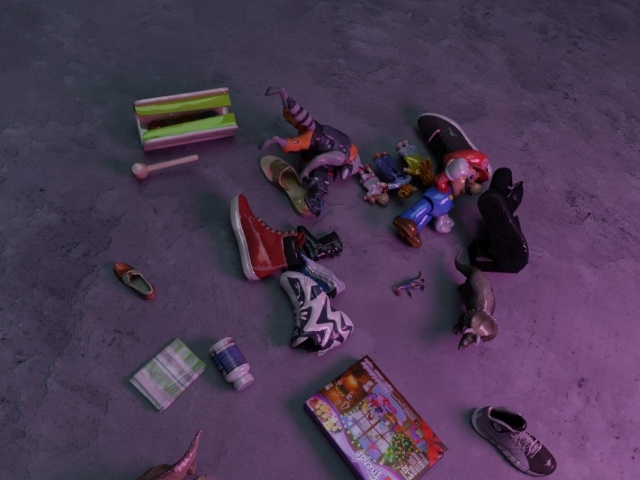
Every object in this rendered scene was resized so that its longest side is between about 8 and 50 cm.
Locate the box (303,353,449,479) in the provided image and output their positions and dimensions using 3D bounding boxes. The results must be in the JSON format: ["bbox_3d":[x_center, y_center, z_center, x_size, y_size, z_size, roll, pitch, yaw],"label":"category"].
[{"bbox_3d":[0.127,0.442,1.356,0.201,0.057,0.293,-33,67,-24],"label":"box"}]

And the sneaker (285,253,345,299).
[{"bbox_3d":[-0.015,0.091,1.541,0.190,0.071,0.083,37,22,23],"label":"sneaker"}]

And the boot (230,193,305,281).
[{"bbox_3d":[-0.137,-0.032,1.529,0.176,0.088,0.244,-21,72,9],"label":"boot"}]

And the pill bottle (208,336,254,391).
[{"bbox_3d":[-0.211,0.297,1.382,0.067,0.067,0.120,-29,70,-23],"label":"pill bottle"}]

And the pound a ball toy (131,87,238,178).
[{"bbox_3d":[-0.402,-0.302,1.662,0.319,0.135,0.208,-15,90,-17],"label":"pound a ball toy"}]

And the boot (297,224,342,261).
[{"bbox_3d":[0.000,-0.001,1.596,0.099,0.045,0.121,-21,74,-17],"label":"boot"}]

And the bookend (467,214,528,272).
[{"bbox_3d":[0.498,0.007,1.663,0.156,0.072,0.157,4,60,-8],"label":"bookend"}]

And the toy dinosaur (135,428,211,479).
[{"bbox_3d":[-0.344,0.510,1.157,0.200,0.296,0.127,24,21,-40],"label":"toy dinosaur"}]

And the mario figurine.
[{"bbox_3d":[0.358,-0.114,1.599,0.170,0.198,0.320,43,88,-7],"label":"mario figurine"}]

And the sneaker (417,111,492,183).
[{"bbox_3d":[0.384,-0.275,1.762,0.296,0.104,0.147,49,45,12],"label":"sneaker"}]

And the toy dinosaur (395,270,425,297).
[{"bbox_3d":[0.245,0.126,1.585,0.082,0.047,0.090,-2,28,-1],"label":"toy dinosaur"}]

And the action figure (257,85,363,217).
[{"bbox_3d":[-0.011,-0.249,1.612,0.330,0.178,0.341,23,46,-34],"label":"action figure"}]

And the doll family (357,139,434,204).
[{"bbox_3d":[0.242,-0.200,1.705,0.262,0.118,0.163,-25,68,-21],"label":"doll family"}]

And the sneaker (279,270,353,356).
[{"bbox_3d":[-0.047,0.194,1.451,0.235,0.094,0.153,47,55,5],"label":"sneaker"}]

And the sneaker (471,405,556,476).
[{"bbox_3d":[0.476,0.472,1.368,0.228,0.132,0.086,33,61,9],"label":"sneaker"}]

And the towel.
[{"bbox_3d":[-0.361,0.316,1.371,0.113,0.023,0.152,41,62,12],"label":"towel"}]

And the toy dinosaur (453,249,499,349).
[{"bbox_3d":[0.414,0.158,1.515,0.120,0.160,0.314,13,61,-3],"label":"toy dinosaur"}]

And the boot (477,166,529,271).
[{"bbox_3d":[0.526,-0.064,1.600,0.207,0.094,0.247,-42,109,-49],"label":"boot"}]

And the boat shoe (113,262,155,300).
[{"bbox_3d":[-0.472,0.099,1.460,0.137,0.043,0.049,39,64,13],"label":"boat shoe"}]

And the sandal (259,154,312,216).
[{"bbox_3d":[-0.088,-0.180,1.659,0.088,0.079,0.240,-28,69,-22],"label":"sandal"}]
